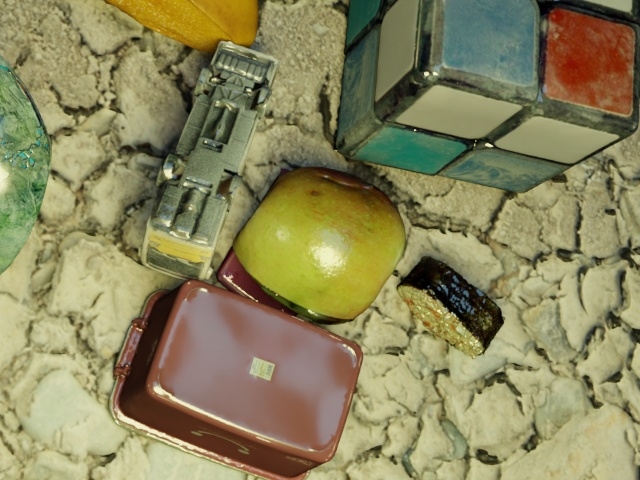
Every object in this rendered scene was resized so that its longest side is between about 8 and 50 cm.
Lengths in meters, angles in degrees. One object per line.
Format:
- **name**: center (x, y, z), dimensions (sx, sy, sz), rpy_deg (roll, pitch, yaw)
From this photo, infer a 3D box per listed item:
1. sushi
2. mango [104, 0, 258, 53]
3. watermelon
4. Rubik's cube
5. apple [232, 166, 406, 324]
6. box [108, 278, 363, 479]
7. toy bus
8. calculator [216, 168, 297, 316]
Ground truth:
- **sushi**: center (0.177, 0.091, 1.716), dimensions (0.150, 0.090, 0.078), rpy_deg (42, 70, -6)
- **mango**: center (-0.213, -0.384, 1.660), dimensions (0.350, 0.201, 0.199), rpy_deg (39, 90, -14)
- **watermelon**: center (-0.451, -0.116, 1.484), dimensions (0.175, 0.188, 0.322), rpy_deg (-27, 83, -42)
- **Rubik's cube**: center (0.224, -0.268, 1.708), dimensions (0.313, 0.318, 0.316), rpy_deg (12, 73, -18)
- **apple**: center (0.000, 0.000, 1.609), dimensions (0.188, 0.174, 0.207), rpy_deg (33, 58, -12)
- **box**: center (-0.096, 0.171, 1.556), dimensions (0.294, 0.167, 0.193), rpy_deg (22, 68, -13)
- **toy bus**: center (-0.139, -0.105, 1.587), dimensions (0.097, 0.138, 0.342), rpy_deg (19, 52, -4)
- **calculator**: center (-0.045, 0.009, 1.691), dimensions (0.126, 0.034, 0.190), rpy_deg (35, 68, -9)
